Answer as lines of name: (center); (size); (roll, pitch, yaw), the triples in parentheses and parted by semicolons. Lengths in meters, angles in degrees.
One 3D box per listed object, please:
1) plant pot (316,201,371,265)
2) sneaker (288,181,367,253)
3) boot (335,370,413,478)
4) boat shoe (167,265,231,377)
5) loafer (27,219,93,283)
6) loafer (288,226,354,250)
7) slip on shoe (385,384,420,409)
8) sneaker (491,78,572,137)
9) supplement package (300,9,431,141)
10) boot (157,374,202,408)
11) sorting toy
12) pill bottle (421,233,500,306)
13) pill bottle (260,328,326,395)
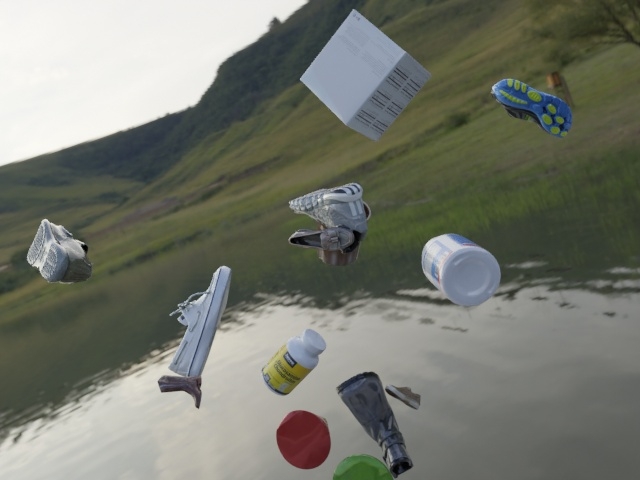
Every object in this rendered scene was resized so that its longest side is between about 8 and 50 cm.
plant pot: (0.058, -0.024, 1.850); (0.167, 0.165, 0.167); (4, 37, -3)
sneaker: (0.018, -0.034, 1.229); (0.086, 0.132, 0.229); (-23, 9, -26)
boot: (0.163, 0.493, 1.640); (0.118, 0.222, 0.338); (-31, -37, 6)
boat shoe: (-0.398, 0.243, 1.955); (0.157, 0.366, 0.136); (17, -7, -1)
loafer: (-0.527, 0.031, 1.259); (0.087, 0.094, 0.251); (22, 8, -38)
loafer: (0.000, 0.000, 1.159); (0.125, 0.045, 0.039); (0, 12, 27)
slip on shoe: (0.222, 0.405, 1.643); (0.051, 0.135, 0.041); (3, 61, 54)
sneaker: (0.431, -0.272, 1.262); (0.067, 0.188, 0.078); (-62, 10, 7)
supplement package: (0.105, -0.381, 1.450); (0.203, 0.194, 0.149); (-49, -30, 17)
boot: (-0.367, 0.393, 1.609); (0.114, 0.037, 0.106); (6, 33, -16)
sorting toy: (0.083, 0.468, 1.275); (0.127, 0.366, 0.126); (-59, -16, 12)
pill bottle: (0.286, 0.053, 1.314); (0.124, 0.124, 0.221); (-22, 11, 1)
pill bottle: (-0.070, 0.325, 1.671); (0.184, 0.103, 0.103); (-49, -3, 20)
